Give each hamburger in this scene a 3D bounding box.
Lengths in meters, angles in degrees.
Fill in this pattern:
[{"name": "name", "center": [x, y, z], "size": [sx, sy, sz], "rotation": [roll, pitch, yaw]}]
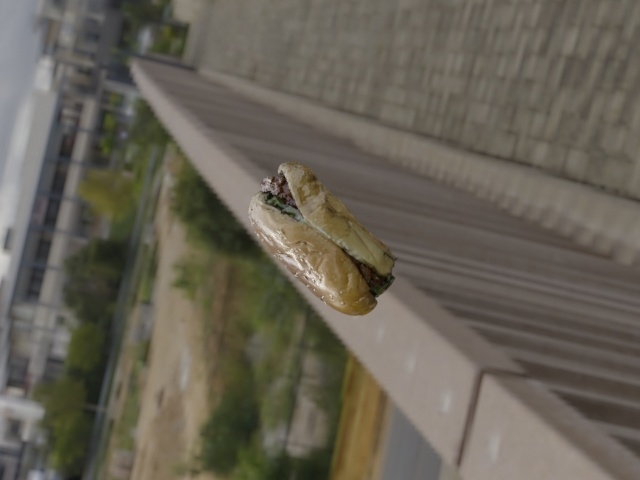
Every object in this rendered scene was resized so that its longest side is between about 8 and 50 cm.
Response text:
[{"name": "hamburger", "center": [0.000, 0.000, 0.744], "size": [0.044, 0.083, 0.076], "rotation": [-48, 1, -1]}]
